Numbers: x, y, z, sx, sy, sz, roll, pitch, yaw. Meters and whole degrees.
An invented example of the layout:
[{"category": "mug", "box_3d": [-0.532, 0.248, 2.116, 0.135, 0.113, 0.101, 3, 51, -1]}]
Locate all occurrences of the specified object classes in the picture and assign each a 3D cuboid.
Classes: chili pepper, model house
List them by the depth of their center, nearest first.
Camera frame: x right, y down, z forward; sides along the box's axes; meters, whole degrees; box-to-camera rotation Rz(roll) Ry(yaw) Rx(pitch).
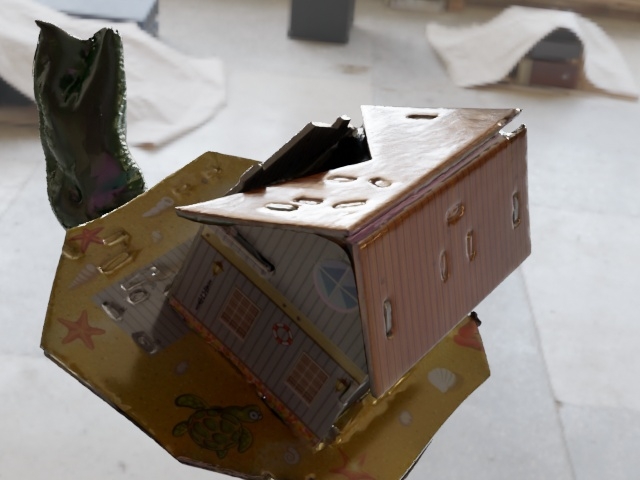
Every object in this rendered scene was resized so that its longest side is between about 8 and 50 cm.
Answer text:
[{"category": "model house", "box_3d": [0.000, 0.000, 0.493, 0.207, 0.136, 0.219, 44, 42, 13]}, {"category": "chili pepper", "box_3d": [-0.198, -0.083, 0.905, 0.098, 0.224, 0.061, -10, 10, 17]}]
